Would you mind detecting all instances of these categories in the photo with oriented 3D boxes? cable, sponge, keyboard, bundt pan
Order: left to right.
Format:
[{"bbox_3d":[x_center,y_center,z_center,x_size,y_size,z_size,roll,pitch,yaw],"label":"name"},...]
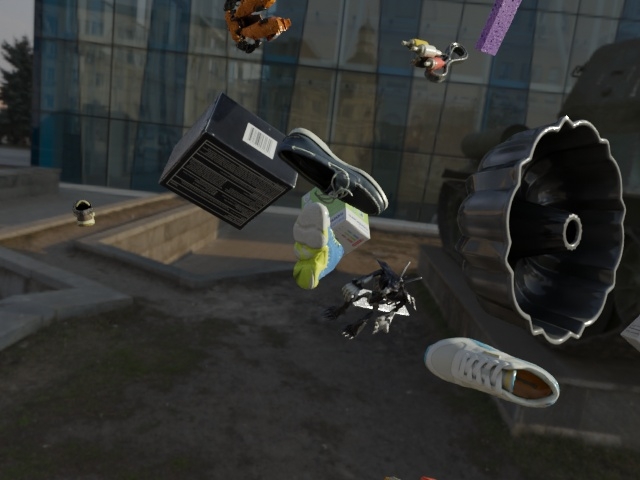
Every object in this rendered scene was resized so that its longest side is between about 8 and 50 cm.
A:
[{"bbox_3d":[0.180,0.189,1.692,0.256,0.014,0.072,16,45,-40],"label":"keyboard"},{"bbox_3d":[0.355,-0.520,1.541,0.287,0.072,0.139,-21,66,-37],"label":"cable"},{"bbox_3d":[0.585,-0.718,1.776,0.031,0.210,0.117,39,31,31],"label":"sponge"},{"bbox_3d":[0.327,-0.017,0.829,0.331,0.330,0.124,-1,5,-38],"label":"bundt pan"}]

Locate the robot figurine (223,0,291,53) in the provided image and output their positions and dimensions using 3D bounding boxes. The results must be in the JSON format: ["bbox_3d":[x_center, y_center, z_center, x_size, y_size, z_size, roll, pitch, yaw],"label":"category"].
[{"bbox_3d":[-0.235,-0.786,1.929,0.085,0.210,0.291,-32,25,-33],"label":"robot figurine"}]

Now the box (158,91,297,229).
[{"bbox_3d":[-0.263,-0.222,1.599,0.296,0.182,0.294,32,-43,-26],"label":"box"}]

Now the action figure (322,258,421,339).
[{"bbox_3d":[0.133,0.162,1.399,0.164,0.276,0.141,50,39,4],"label":"action figure"}]

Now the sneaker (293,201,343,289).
[{"bbox_3d":[0.000,0.000,1.298,0.091,0.240,0.126,34,41,26],"label":"sneaker"}]

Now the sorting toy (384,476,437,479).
[{"bbox_3d":[0.241,0.455,0.949,0.196,0.047,0.348,32,-21,-33],"label":"sorting toy"}]

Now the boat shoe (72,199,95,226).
[{"bbox_3d":[-0.617,-0.082,1.417,0.056,0.049,0.152,-8,26,-29],"label":"boat shoe"}]

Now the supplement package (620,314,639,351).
[{"bbox_3d":[0.909,0.203,1.356,0.134,0.244,0.139,44,7,12],"label":"supplement package"}]

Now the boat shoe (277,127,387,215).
[{"bbox_3d":[0.025,-0.126,1.109,0.255,0.079,0.095,40,-40,-12],"label":"boat shoe"}]

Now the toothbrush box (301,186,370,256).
[{"bbox_3d":[0.045,-0.081,1.837,0.122,0.206,0.283,37,33,-29],"label":"toothbrush box"}]

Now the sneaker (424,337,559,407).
[{"bbox_3d":[0.296,0.226,0.945,0.229,0.087,0.092,13,-5,11],"label":"sneaker"}]
